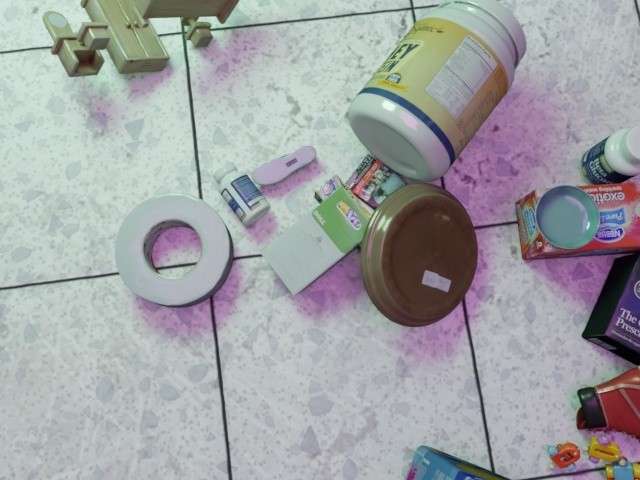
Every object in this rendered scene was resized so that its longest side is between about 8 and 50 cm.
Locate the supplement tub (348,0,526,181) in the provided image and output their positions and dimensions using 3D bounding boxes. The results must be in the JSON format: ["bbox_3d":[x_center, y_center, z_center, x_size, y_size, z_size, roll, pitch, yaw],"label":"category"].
[{"bbox_3d":[0.228,-0.297,1.151,0.228,0.228,0.316,37,81,4],"label":"supplement tub"}]

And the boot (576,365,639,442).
[{"bbox_3d":[0.597,0.362,1.134,0.176,0.088,0.244,-29,101,20],"label":"boot"}]

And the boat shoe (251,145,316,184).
[{"bbox_3d":[-0.073,-0.150,1.211,0.142,0.040,0.049,-25,91,-6],"label":"boat shoe"}]

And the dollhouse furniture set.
[{"bbox_3d":[-0.318,-0.488,1.096,0.303,0.355,0.174,-23,81,-45],"label":"dollhouse furniture set"}]

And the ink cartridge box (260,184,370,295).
[{"bbox_3d":[0.000,0.000,1.143,0.209,0.062,0.109,-40,84,13],"label":"ink cartridge box"}]

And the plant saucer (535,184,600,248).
[{"bbox_3d":[0.451,-0.042,1.094,0.119,0.021,0.119,0,82,0],"label":"plant saucer"}]

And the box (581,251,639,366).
[{"bbox_3d":[0.679,0.166,1.153,0.261,0.103,0.184,27,78,3],"label":"box"}]

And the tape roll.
[{"bbox_3d":[-0.282,0.020,1.158,0.219,0.072,0.219,0,80,-1],"label":"tape roll"}]

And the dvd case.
[{"bbox_3d":[0.120,-0.110,1.224,0.119,0.013,0.087,36,81,5],"label":"dvd case"}]

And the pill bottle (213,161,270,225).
[{"bbox_3d":[-0.159,-0.095,1.184,0.067,0.067,0.120,-37,84,-7],"label":"pill bottle"}]

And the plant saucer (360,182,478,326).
[{"bbox_3d":[0.200,0.029,1.123,0.277,0.041,0.278,-3,95,-30],"label":"plant saucer"}]

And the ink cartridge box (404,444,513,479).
[{"bbox_3d":[0.295,0.464,0.937,0.270,0.395,0.151,21,80,1],"label":"ink cartridge box"}]

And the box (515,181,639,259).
[{"bbox_3d":[0.533,-0.036,1.169,0.256,0.122,0.128,-3,81,-2],"label":"box"}]

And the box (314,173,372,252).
[{"bbox_3d":[0.062,-0.047,1.190,0.059,0.054,0.169,-38,84,-7],"label":"box"}]

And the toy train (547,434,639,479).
[{"bbox_3d":[0.521,0.421,1.128,0.166,0.046,0.125,38,118,-3],"label":"toy train"}]

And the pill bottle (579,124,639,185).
[{"bbox_3d":[0.591,-0.165,1.169,0.094,0.169,0.094,0,80,-2],"label":"pill bottle"}]
